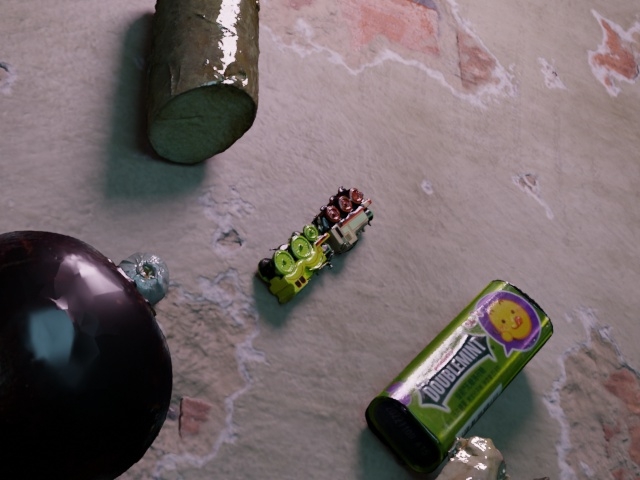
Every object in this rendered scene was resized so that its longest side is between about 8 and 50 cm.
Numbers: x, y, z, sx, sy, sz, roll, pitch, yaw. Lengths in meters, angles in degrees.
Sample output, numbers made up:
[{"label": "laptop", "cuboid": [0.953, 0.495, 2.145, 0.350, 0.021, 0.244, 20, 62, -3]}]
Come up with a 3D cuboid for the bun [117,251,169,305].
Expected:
[{"label": "bun", "cuboid": [-0.240, 0.051, 1.624, 0.083, 0.045, 0.083, 15, 53, -20]}]

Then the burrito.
[{"label": "burrito", "cuboid": [0.162, 0.410, 1.603, 0.348, 0.107, 0.175, -44, 127, -44]}]

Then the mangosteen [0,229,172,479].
[{"label": "mangosteen", "cuboid": [-0.322, 0.151, 1.344, 0.330, 0.330, 0.330, 16, 55, -25]}]

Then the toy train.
[{"label": "toy train", "cuboid": [0.000, 0.000, 1.813, 0.085, 0.053, 0.250, 52, 47, -6]}]

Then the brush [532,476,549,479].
[{"label": "brush", "cuboid": [0.282, 0.407, 1.760, 0.190, 0.034, 0.027, -32, 99, -43]}]

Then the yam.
[{"label": "yam", "cuboid": [-0.174, -0.271, 1.795, 0.168, 0.168, 0.304, 16, 53, -25]}]

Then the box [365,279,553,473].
[{"label": "box", "cuboid": [0.213, 0.195, 1.795, 0.134, 0.097, 0.345, 43, 48, 11]}]
